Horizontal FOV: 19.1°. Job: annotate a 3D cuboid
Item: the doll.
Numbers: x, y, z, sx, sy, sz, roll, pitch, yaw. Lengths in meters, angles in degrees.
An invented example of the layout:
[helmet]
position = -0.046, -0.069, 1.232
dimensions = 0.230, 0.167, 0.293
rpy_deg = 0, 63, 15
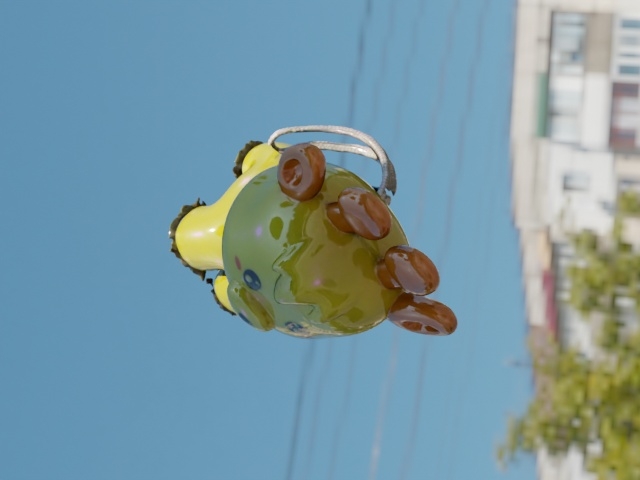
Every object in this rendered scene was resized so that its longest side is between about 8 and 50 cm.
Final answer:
[doll]
position = 0.000, 0.000, 1.125
dimensions = 0.135, 0.221, 0.143
rpy_deg = -44, -74, -18
